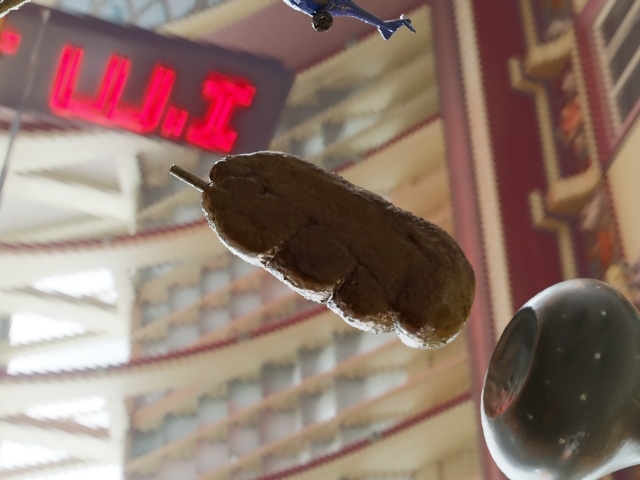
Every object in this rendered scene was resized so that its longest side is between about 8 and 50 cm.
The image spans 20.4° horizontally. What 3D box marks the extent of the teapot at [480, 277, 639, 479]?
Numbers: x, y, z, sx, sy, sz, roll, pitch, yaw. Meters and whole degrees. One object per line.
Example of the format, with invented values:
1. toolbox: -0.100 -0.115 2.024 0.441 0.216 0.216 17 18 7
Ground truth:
1. teapot: 0.269 0.145 1.490 0.251 0.183 0.183 21 -136 -11

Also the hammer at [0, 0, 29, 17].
1. hammer: -0.283 -0.223 1.653 0.060 0.195 0.028 -27 -84 -52

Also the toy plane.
1. toy plane: 0.021 -0.239 1.786 0.167 0.062 0.054 21 -156 -32

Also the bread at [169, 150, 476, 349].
1. bread: -0.001 -0.001 1.742 0.344 0.084 0.124 27 -102 20
